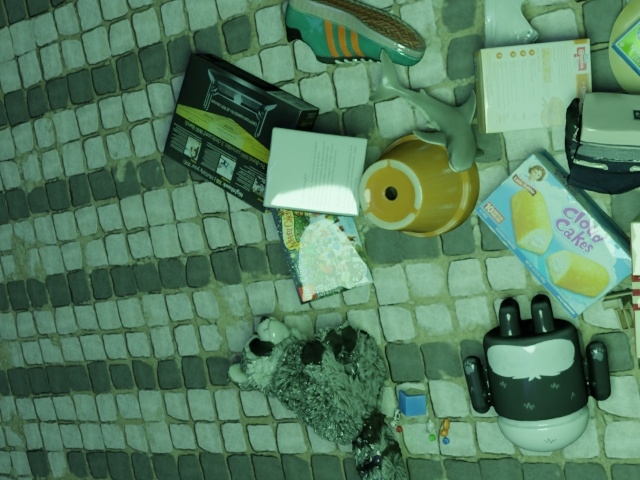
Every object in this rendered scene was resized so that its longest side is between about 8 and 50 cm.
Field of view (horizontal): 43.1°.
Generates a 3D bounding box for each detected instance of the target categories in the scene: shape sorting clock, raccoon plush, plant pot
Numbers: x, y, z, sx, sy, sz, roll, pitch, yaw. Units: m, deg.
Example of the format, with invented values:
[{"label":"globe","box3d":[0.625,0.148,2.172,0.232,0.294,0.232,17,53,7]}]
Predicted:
[{"label":"shape sorting clock","box3d":[0.578,-0.316,1.321,0.206,0.040,0.206,9,110,26]},{"label":"raccoon plush","box3d":[-0.029,0.367,1.691,0.299,0.216,0.446,-22,72,38]},{"label":"plant pot","box3d":[0.171,-0.097,1.520,0.205,0.188,0.205,6,103,29]}]

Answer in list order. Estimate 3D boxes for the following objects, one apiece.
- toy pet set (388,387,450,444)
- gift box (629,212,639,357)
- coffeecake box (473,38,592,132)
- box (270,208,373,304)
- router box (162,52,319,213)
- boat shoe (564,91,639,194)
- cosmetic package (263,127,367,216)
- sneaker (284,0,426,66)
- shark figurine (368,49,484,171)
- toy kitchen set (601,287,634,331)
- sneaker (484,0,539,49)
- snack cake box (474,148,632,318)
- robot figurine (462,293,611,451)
[{"label":"toy pet set","box3d":[0.199,0.368,1.671,0.122,0.065,0.114,6,103,29]},{"label":"gift box","box3d":[0.627,0.070,1.241,0.258,0.276,0.255,-2,104,29]},{"label":"coffeecake box","box3d":[0.365,-0.264,1.393,0.185,0.068,0.142,-5,99,0]},{"label":"box","box3d":[0.000,0.000,1.683,0.159,0.044,0.233,-18,91,0]},{"label":"router box","box3d":[-0.180,-0.236,1.763,0.309,0.081,0.243,31,114,22]},{"label":"boat shoe","box3d":[0.568,-0.149,1.333,0.341,0.127,0.158,9,144,12]},{"label":"cosmetic package","box3d":[-0.011,-0.128,1.581,0.184,0.151,0.151,7,91,-1]},{"label":"sneaker","box3d":[0.063,-0.392,1.585,0.302,0.108,0.121,29,129,19]},{"label":"shark figurine","box3d":[0.226,-0.242,1.486,0.278,0.166,0.116,51,129,28]},{"label":"toy kitchen set","box3d":[0.540,0.123,1.408,0.068,0.083,0.075,-16,91,33]},{"label":"sneaker","box3d":[0.342,-0.345,1.441,0.094,0.080,0.212,-1,99,19]},{"label":"snack cake box","box3d":[0.426,-0.014,1.445,0.264,0.089,0.152,50,120,13]},{"label":"robot figurine","box3d":[0.391,0.242,1.473,0.209,0.174,0.278,-4,99,55]}]
